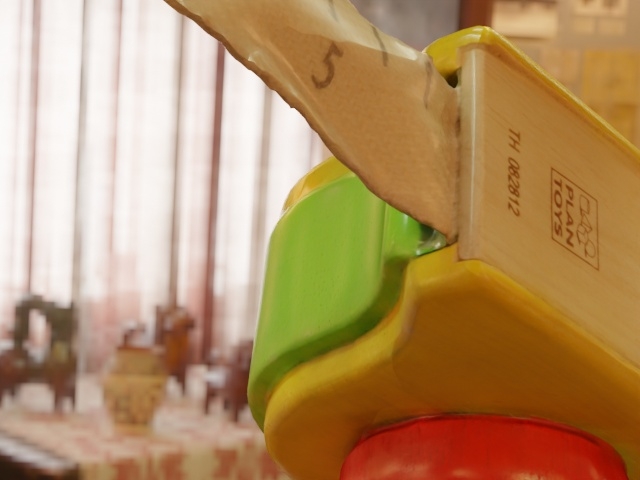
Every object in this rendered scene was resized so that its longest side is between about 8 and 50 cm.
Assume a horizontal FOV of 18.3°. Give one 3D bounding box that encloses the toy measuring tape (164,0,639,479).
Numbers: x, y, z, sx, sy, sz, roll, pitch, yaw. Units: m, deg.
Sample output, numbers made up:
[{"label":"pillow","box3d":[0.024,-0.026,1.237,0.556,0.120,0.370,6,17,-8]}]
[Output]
[{"label":"toy measuring tape","box3d":[0.000,0.000,0.446,0.121,0.121,0.330,10,-17,47]}]
